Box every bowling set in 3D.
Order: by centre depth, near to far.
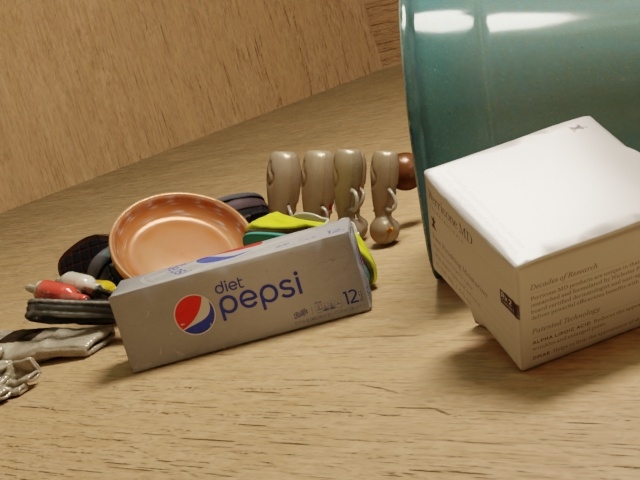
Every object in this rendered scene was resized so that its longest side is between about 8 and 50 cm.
[{"bbox_3d":[0.057,-0.044,2.013,0.200,0.154,0.287,0,3,-21],"label":"bowling set"}]

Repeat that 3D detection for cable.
[{"bbox_3d":[-0.266,0.071,1.879,0.287,0.072,0.139,-5,-4,44],"label":"cable"}]

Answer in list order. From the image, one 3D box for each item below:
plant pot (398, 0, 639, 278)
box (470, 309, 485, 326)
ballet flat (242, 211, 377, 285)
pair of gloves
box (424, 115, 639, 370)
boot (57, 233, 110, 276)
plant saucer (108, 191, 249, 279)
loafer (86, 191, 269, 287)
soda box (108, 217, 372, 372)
[{"bbox_3d":[0.275,-0.145,1.681,0.334,0.341,0.341,-7,12,7],"label":"plant pot"},{"bbox_3d":[0.301,0.007,1.483,0.324,0.063,0.067,-19,10,-15],"label":"box"},{"bbox_3d":[0.000,0.000,1.842,0.231,0.077,0.077,12,39,45],"label":"ballet flat"},{"bbox_3d":[-0.398,0.153,1.845,0.204,0.042,0.240,-9,14,35],"label":"pair of gloves"},{"bbox_3d":[0.214,-0.003,1.343,0.182,0.119,0.181,-19,36,-14],"label":"box"},{"bbox_3d":[-0.304,0.024,2.361,0.219,0.082,0.106,-16,-12,22],"label":"boot"},{"bbox_3d":[-0.187,0.014,2.014,0.200,0.037,0.200,5,44,-5],"label":"plant saucer"},{"bbox_3d":[-0.182,0.025,2.105,0.303,0.109,0.095,-23,54,-32],"label":"loafer"},{"bbox_3d":[-0.090,0.061,1.705,0.286,0.098,0.091,-16,10,5],"label":"soda box"}]
